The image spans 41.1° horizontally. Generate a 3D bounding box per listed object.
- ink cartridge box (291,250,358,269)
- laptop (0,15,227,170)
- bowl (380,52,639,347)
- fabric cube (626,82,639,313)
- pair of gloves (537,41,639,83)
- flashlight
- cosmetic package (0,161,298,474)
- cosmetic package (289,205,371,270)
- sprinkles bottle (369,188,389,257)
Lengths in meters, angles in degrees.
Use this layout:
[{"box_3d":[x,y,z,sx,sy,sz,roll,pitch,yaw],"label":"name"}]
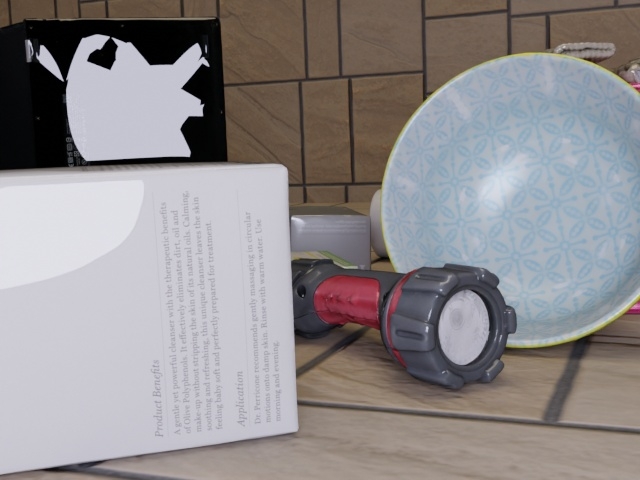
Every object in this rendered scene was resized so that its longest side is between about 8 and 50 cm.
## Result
[{"box_3d":[-0.084,0.054,1.125,0.234,0.056,0.171,-2,7,-12],"label":"ink cartridge box"},{"box_3d":[-0.349,-0.119,1.266,0.407,0.382,0.236,-4,7,-10],"label":"laptop"},{"box_3d":[0.221,-0.029,0.882,0.289,0.290,0.156,1,-11,25],"label":"bowl"},{"box_3d":[0.301,-0.060,1.083,0.254,0.258,0.259,1,7,18],"label":"fabric cube"},{"box_3d":[0.351,-0.209,1.065,0.240,0.042,0.204,-1,3,-14],"label":"pair of gloves"},{"box_3d":[0.043,0.067,0.803,0.103,0.103,0.304,24,-12,-31],"label":"flashlight"},{"box_3d":[-0.210,0.047,0.594,0.365,0.197,0.155,-3,6,-16],"label":"cosmetic package"},{"box_3d":[0.000,0.000,1.355,0.127,0.107,0.238,0,3,-9],"label":"cosmetic package"},{"box_3d":[0.264,-0.028,1.433,0.355,0.121,0.121,1,7,21],"label":"sprinkles bottle"}]
